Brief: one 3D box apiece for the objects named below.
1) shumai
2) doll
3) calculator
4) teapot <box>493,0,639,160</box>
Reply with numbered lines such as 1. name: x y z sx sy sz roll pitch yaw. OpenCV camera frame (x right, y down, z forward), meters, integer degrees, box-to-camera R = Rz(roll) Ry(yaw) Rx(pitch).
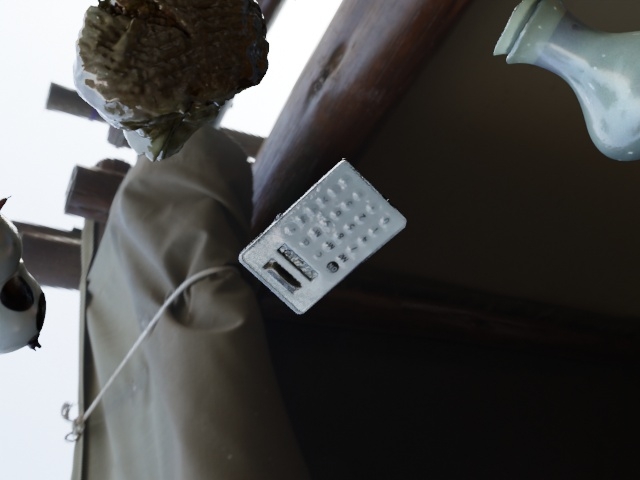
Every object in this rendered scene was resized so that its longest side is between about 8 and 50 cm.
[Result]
1. shumai: -0.250 -0.267 1.037 0.346 0.283 0.217 -45 -77 -33
2. doll: -0.380 0.045 0.740 0.107 0.180 0.110 7 -144 23
3. calculator: 0.000 0.000 1.099 0.161 0.262 0.021 43 -164 -16
4. teapot: 0.357 -0.223 0.838 0.251 0.183 0.183 33 -144 10
